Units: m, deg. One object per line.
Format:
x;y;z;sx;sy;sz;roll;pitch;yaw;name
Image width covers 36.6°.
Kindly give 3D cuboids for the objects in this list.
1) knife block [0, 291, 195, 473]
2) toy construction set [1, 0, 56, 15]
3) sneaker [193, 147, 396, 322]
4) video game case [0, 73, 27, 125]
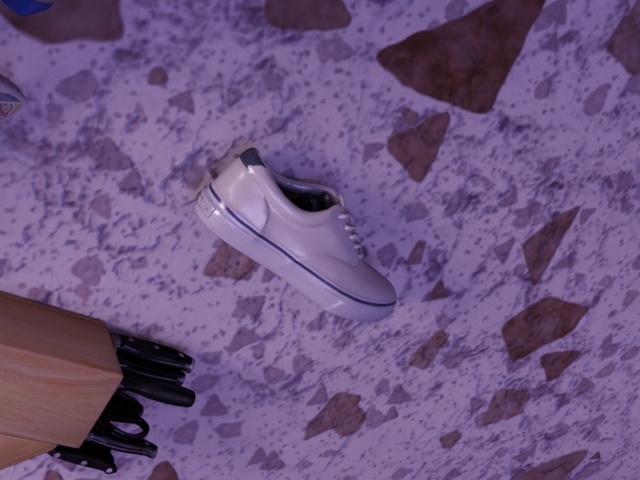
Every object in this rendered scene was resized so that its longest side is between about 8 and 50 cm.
-0.245;0.114;0.916;0.242;0.088;0.275;-21;129;-13;knife block
-0.176;-0.322;0.560;0.257;0.237;0.309;29;144;2;toy construction set
0.000;0.000;0.951;0.258;0.094;0.091;31;110;-38;sneaker
-0.352;-0.070;0.700;0.227;0.026;0.206;-38;165;3;video game case
